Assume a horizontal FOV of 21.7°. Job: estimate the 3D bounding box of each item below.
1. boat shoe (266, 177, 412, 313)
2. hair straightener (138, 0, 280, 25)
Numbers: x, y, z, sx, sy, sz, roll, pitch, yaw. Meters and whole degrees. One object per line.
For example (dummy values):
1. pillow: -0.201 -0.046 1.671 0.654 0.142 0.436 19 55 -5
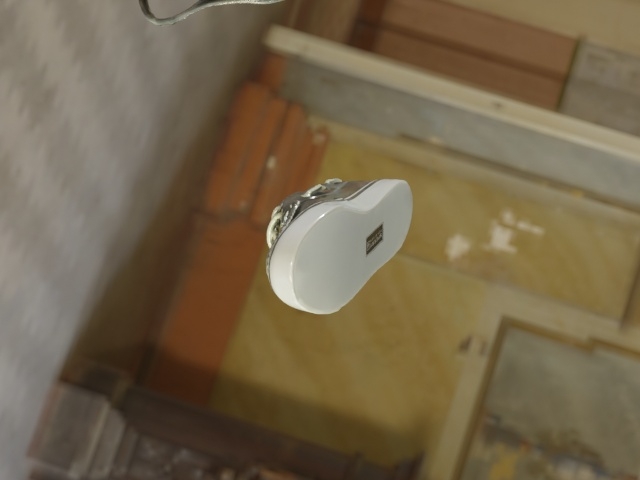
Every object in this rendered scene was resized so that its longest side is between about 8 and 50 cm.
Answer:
1. boat shoe: 0.000 0.000 1.221 0.219 0.070 0.077 -28 123 -65
2. hair straightener: -0.069 -0.157 0.731 0.230 0.047 0.089 56 -50 41
